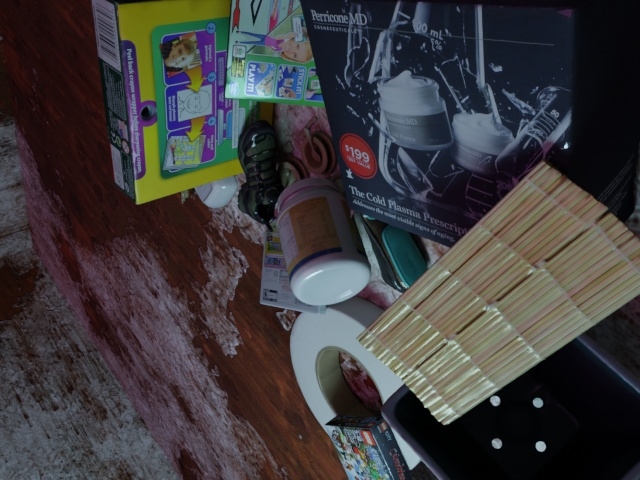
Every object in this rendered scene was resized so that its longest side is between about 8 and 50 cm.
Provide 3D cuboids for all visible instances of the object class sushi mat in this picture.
[{"bbox_3d":[0.180,0.071,0.610,0.151,0.019,0.316,46,125,8],"label":"sushi mat"}]

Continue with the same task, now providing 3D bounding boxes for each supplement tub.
[{"bbox_3d":[0.000,0.000,1.042,0.144,0.144,0.199,118,145,-47],"label":"supplement tub"}]

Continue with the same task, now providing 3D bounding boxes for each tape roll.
[{"bbox_3d":[0.083,0.301,1.215,0.392,0.072,0.392,29,131,39],"label":"tape roll"}]

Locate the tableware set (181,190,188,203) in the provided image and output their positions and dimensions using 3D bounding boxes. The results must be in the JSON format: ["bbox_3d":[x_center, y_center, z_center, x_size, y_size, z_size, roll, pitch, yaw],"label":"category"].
[{"bbox_3d":[-0.353,-0.171,1.480,0.168,0.020,0.141,-132,38,-71],"label":"tableware set"}]

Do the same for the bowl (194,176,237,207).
[{"bbox_3d":[-0.274,-0.154,1.417,0.142,0.053,0.142,61,145,7],"label":"bowl"}]

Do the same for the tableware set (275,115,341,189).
[{"bbox_3d":[-0.038,-0.144,1.138,0.128,0.039,0.194,61,144,6],"label":"tableware set"}]

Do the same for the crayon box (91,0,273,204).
[{"bbox_3d":[-0.234,-0.282,1.072,0.106,0.313,0.363,37,135,34],"label":"crayon box"}]

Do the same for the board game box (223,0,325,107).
[{"bbox_3d":[-0.028,-0.357,0.870,0.046,0.213,0.317,-101,18,-47],"label":"board game box"}]

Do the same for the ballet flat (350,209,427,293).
[{"bbox_3d":[0.099,-0.038,0.989,0.096,0.095,0.280,3,112,63],"label":"ballet flat"}]

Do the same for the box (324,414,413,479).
[{"bbox_3d":[0.113,0.472,1.179,0.159,0.044,0.233,-21,94,54],"label":"box"}]

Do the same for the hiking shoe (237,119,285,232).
[{"bbox_3d":[-0.107,-0.129,1.162,0.114,0.086,0.227,40,139,34],"label":"hiking shoe"}]

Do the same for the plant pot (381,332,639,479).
[{"bbox_3d":[0.273,0.245,0.784,0.247,0.248,0.252,45,179,26],"label":"plant pot"}]

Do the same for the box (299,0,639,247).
[{"bbox_3d":[0.178,-0.160,0.688,0.343,0.179,0.312,24,141,42],"label":"box"}]

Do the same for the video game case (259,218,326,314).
[{"bbox_3d":[-0.056,0.050,1.226,0.212,0.023,0.193,2,88,51],"label":"video game case"}]

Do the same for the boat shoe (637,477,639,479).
[{"bbox_3d":[0.455,0.358,0.757,0.302,0.109,0.094,-19,97,51],"label":"boat shoe"}]
